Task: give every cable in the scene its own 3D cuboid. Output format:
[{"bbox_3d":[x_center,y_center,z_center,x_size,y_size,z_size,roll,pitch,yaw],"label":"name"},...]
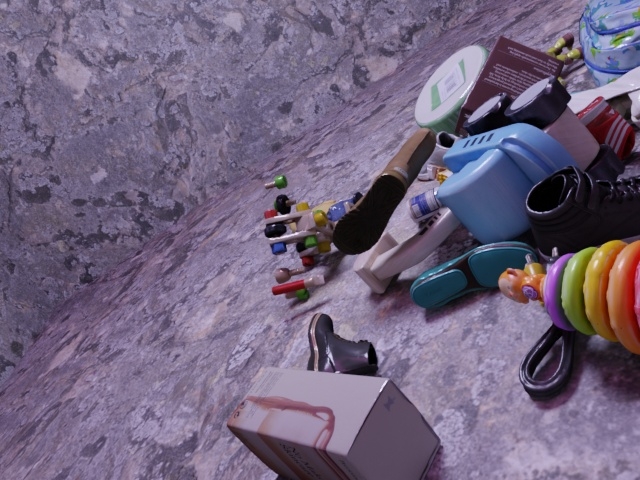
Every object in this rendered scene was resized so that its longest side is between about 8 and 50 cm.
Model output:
[{"bbox_3d":[0.374,0.117,0.850,0.139,0.072,0.287,-4,47,27],"label":"cable"}]

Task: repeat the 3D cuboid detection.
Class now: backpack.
[{"bbox_3d":[0.731,-0.467,1.279,0.290,0.273,0.356,-1,49,30],"label":"backpack"}]

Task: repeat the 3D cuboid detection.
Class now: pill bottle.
[{"bbox_3d":[0.279,-0.092,1.393,0.120,0.067,0.067,-25,23,28],"label":"pill bottle"}]

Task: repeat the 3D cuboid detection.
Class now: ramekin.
[{"bbox_3d":[0.410,-0.402,1.607,0.303,0.148,0.303,-44,26,29],"label":"ramekin"}]

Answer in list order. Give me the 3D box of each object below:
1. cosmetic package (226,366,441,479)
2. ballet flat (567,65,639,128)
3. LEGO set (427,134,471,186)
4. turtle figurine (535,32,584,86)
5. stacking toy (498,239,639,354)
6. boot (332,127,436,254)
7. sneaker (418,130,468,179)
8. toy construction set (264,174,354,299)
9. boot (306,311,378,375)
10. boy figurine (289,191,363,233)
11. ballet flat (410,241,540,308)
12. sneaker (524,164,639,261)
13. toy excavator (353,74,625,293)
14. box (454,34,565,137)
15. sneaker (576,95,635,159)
[{"bbox_3d":[0.010,0.294,0.865,0.296,0.153,0.129,-12,32,50],"label":"cosmetic package"},{"bbox_3d":[0.636,-0.272,1.172,0.139,0.139,0.400,-47,19,-27],"label":"ballet flat"},{"bbox_3d":[0.373,-0.179,1.387,0.107,0.132,0.287,-24,-5,-14],"label":"LEGO set"},{"bbox_3d":[0.649,-0.524,1.646,0.217,0.087,0.269,-30,39,-2],"label":"turtle figurine"},{"bbox_3d":[0.362,0.066,0.745,0.166,0.175,0.301,-46,25,-28],"label":"stacking toy"},{"bbox_3d":[0.148,-0.107,1.225,0.236,0.089,0.269,-48,2,36],"label":"boot"},{"bbox_3d":[0.334,-0.244,1.558,0.099,0.121,0.262,-45,22,-24],"label":"sneaker"},{"bbox_3d":[0.000,0.000,1.471,0.237,0.257,0.309,-14,48,19],"label":"toy construction set"},{"bbox_3d":[0.050,0.207,1.119,0.137,0.077,0.198,-24,36,18],"label":"boot"},{"bbox_3d":[0.008,-0.057,1.712,0.285,0.092,0.177,-19,27,40],"label":"boy figurine"},{"bbox_3d":[0.284,0.054,1.058,0.247,0.083,0.087,-24,9,24],"label":"ballet flat"},{"bbox_3d":[0.469,-0.071,0.905,0.295,0.147,0.105,-27,39,28],"label":"sneaker"},{"bbox_3d":[0.287,-0.070,1.138,0.445,0.222,0.433,-45,12,-11],"label":"toy excavator"},{"bbox_3d":[0.449,-0.342,1.360,0.203,0.168,0.167,-61,-10,-4],"label":"box"},{"bbox_3d":[0.548,-0.189,1.159,0.087,0.128,0.221,-44,-8,-13],"label":"sneaker"}]
